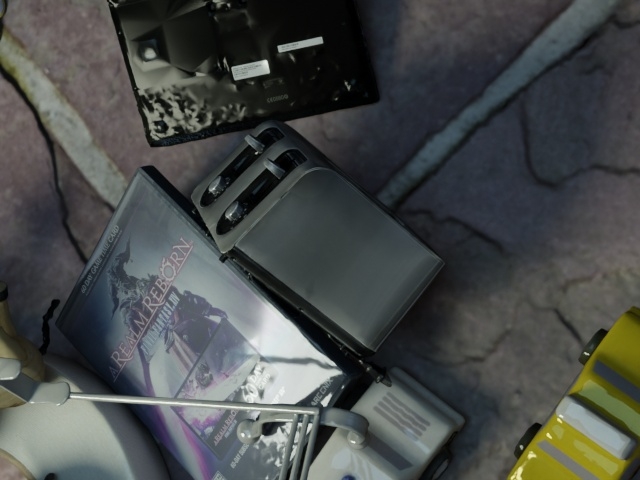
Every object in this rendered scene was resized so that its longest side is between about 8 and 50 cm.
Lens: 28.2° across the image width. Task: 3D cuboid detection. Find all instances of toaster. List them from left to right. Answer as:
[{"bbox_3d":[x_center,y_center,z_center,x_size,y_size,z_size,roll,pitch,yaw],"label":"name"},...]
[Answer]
[{"bbox_3d":[0.000,0.000,1.037,0.185,0.168,0.110,39,96,-22],"label":"toaster"}]

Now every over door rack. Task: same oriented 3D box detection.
[{"bbox_3d":[-0.136,0.233,1.007,0.324,0.108,0.240,6,63,17],"label":"over door rack"}]

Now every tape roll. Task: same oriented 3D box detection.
[{"bbox_3d":[-0.315,0.290,1.184,0.392,0.072,0.392,-3,80,20],"label":"tape roll"}]

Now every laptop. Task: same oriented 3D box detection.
[{"bbox_3d":[-0.071,-0.247,1.201,0.234,0.136,0.264,-10,105,19],"label":"laptop"}]

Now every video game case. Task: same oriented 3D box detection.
[{"bbox_3d":[-0.109,0.094,1.125,0.274,0.026,0.196,43,119,19],"label":"video game case"}]

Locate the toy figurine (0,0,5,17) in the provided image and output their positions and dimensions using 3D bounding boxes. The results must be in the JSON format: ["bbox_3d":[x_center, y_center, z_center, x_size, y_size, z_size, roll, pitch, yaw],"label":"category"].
[{"bbox_3d":[-0.482,-0.144,1.230,0.191,0.217,0.363,19,89,22],"label":"toy figurine"}]

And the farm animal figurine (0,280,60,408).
[{"bbox_3d":[-0.430,0.155,1.111,0.330,0.172,0.327,9,44,22],"label":"farm animal figurine"}]

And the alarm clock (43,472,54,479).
[{"bbox_3d":[-0.263,0.293,1.091,0.129,0.064,0.192,9,83,21],"label":"alarm clock"}]

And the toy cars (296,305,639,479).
[{"bbox_3d":[0.125,0.173,1.028,0.393,0.087,0.176,-16,77,18],"label":"toy cars"}]
